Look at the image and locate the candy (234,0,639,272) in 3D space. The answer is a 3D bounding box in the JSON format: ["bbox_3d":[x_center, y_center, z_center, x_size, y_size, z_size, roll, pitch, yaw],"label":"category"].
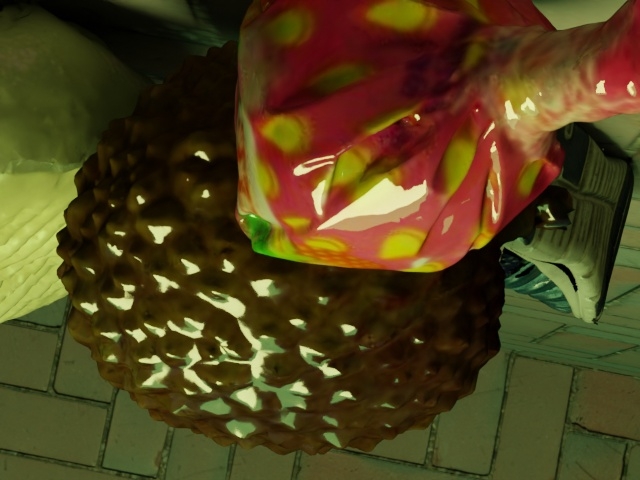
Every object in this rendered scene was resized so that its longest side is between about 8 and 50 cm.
[{"bbox_3d":[0.103,-0.052,0.476,0.124,0.124,0.365,16,169,-37],"label":"candy"}]

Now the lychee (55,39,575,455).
[{"bbox_3d":[0.000,0.000,0.721,0.238,0.200,0.200,-13,180,-14],"label":"lychee"}]

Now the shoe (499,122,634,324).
[{"bbox_3d":[0.108,-0.016,0.876,0.106,0.091,0.207,9,168,31],"label":"shoe"}]

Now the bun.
[{"bbox_3d":[-0.204,-0.036,0.838,0.287,0.146,0.287,-19,165,-5],"label":"bun"}]
